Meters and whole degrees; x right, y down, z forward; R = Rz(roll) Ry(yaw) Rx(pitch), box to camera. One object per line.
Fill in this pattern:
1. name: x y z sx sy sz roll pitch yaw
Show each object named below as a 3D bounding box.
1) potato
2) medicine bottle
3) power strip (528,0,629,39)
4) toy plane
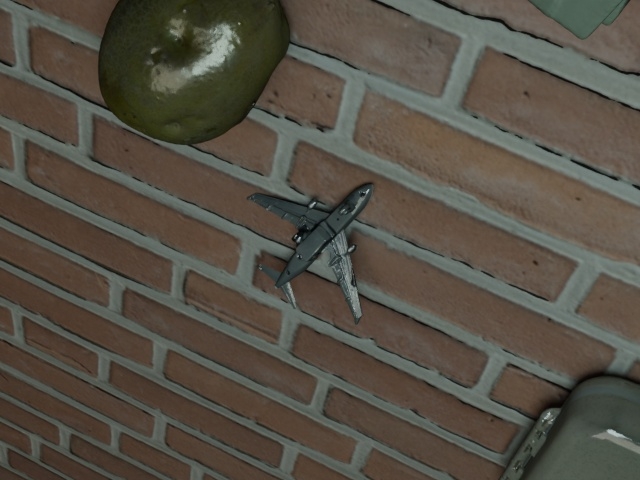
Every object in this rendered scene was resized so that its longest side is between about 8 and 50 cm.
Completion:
1. potato: -0.141 -0.208 0.867 0.235 0.160 0.178 -25 137 24
2. medicine bottle: 0.395 0.353 1.048 0.282 0.123 0.375 22 131 8
3. power strip: 0.220 -0.271 0.572 0.141 0.229 0.261 40 178 4
4. toy plane: -0.003 0.002 1.022 0.226 0.058 0.226 49 134 8
